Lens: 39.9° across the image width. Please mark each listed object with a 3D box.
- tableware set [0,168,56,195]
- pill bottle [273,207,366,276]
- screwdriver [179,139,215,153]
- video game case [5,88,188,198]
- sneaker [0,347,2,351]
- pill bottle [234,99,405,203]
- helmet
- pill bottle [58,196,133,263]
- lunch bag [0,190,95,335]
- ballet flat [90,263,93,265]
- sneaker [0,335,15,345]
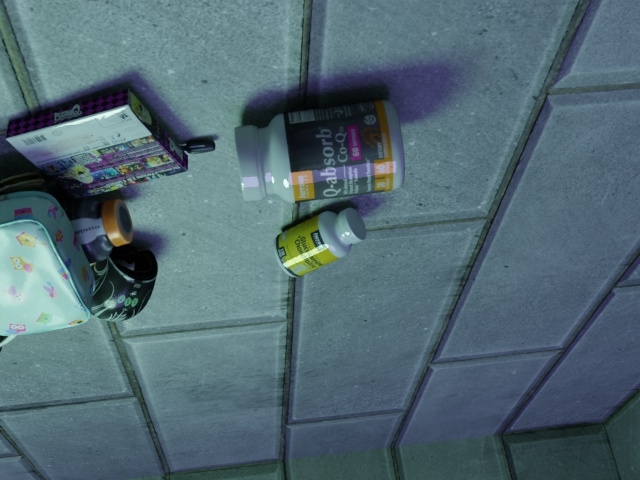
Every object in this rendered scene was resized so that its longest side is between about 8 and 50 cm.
[{"bbox_3d":[-0.575,-0.091,1.577,0.194,0.039,0.128,-19,179,29],"label":"tableware set"},{"bbox_3d":[0.000,0.000,1.850,0.184,0.103,0.103,-26,147,27],"label":"pill bottle"},{"bbox_3d":[-0.272,-0.165,1.572,0.170,0.024,0.025,-1,121,0],"label":"screwdriver"},{"bbox_3d":[-0.376,-0.158,1.507,0.232,0.042,0.210,-13,150,16],"label":"video game case"},{"bbox_3d":[-0.785,0.160,1.941,0.078,0.106,0.234,-35,135,-25],"label":"sneaker"},{"bbox_3d":[-0.002,-0.149,1.525,0.278,0.162,0.162,-8,151,-2],"label":"pill bottle"},{"bbox_3d":[-0.432,0.089,1.848,0.169,0.169,0.161,17,125,-39],"label":"helmet"},{"bbox_3d":[-0.483,-0.010,1.669,0.245,0.130,0.130,-13,151,8],"label":"pill bottle"},{"bbox_3d":[-0.538,0.041,1.552,0.224,0.108,0.279,-9,131,6],"label":"lunch bag"},{"bbox_3d":[-0.558,0.038,1.794,0.232,0.080,0.073,1,145,0],"label":"ballet flat"},{"bbox_3d":[-0.616,0.147,1.906,0.262,0.099,0.121,-42,149,19],"label":"sneaker"}]
